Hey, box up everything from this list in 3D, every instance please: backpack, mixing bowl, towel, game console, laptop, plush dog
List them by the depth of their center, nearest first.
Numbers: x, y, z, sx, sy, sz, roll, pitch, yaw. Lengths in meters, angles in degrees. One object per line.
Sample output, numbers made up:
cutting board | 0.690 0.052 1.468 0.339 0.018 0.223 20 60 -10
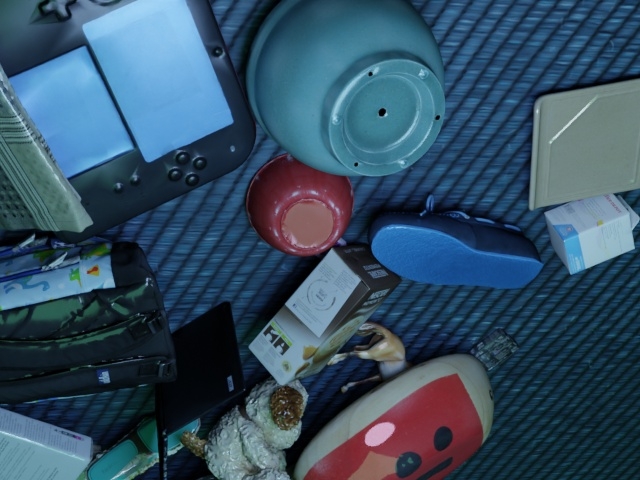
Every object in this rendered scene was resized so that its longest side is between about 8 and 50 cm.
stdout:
towel | -0.484 -0.145 1.217 0.312 0.056 0.324 1 130 30
game console | -0.289 -0.208 1.263 0.342 0.060 0.386 -29 128 -12
backpack | -0.436 0.131 1.421 0.355 0.273 0.290 -21 141 -15
mixing bowl | -0.026 -0.044 1.448 0.181 0.098 0.181 -3 113 -8
laptop | -0.218 0.280 1.572 0.136 0.234 0.264 -2 125 -12
plush dog | -0.113 0.346 1.669 0.210 0.262 0.225 39 86 -3

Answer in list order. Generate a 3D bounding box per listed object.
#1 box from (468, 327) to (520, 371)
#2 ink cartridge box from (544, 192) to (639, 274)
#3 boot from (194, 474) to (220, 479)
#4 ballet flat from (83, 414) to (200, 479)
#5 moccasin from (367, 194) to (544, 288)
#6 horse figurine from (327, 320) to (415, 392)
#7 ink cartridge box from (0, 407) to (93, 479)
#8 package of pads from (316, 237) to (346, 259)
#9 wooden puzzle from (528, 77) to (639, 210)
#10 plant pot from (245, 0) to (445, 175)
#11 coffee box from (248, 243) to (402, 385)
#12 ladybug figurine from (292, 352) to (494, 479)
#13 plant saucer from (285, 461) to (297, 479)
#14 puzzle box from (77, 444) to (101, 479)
box | 0.349 0.220 1.803 0.083 0.018 0.067 -42 124 16
ink cartridge box | 0.494 -0.021 1.619 0.143 0.092 0.090 -22 128 3
boot | -0.302 0.560 1.807 0.338 0.118 0.223 -5 153 0
ballet flat | -0.341 0.399 1.716 0.241 0.091 0.077 -28 162 -18
moccasin | 0.225 0.007 1.565 0.342 0.117 0.138 15 133 -28
horse figurine | 0.111 0.238 1.728 0.174 0.066 0.263 -21 127 3
ink cartridge box | -0.634 0.428 1.618 0.330 0.071 0.324 28 115 -25
package of pads | 0.000 0.000 1.550 0.083 0.032 0.050 35 111 -32
wooden puzzle | 0.465 -0.170 1.541 0.238 0.044 0.221 -13 127 -10
plant pot | 0.059 -0.210 1.283 0.293 0.196 0.293 -11 124 -16
coffee box | 0.008 0.127 1.567 0.246 0.098 0.141 -50 161 22
ladybug figurine | 0.154 0.385 1.703 0.449 0.162 0.305 -28 145 -16
plant saucer | -0.036 0.526 1.858 0.278 0.041 0.278 -26 143 -21
puzzle box | -0.624 0.537 1.772 0.272 0.052 0.409 17 119 -24
